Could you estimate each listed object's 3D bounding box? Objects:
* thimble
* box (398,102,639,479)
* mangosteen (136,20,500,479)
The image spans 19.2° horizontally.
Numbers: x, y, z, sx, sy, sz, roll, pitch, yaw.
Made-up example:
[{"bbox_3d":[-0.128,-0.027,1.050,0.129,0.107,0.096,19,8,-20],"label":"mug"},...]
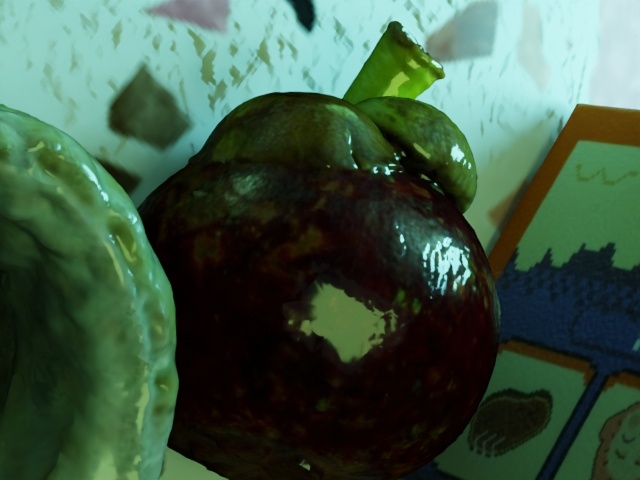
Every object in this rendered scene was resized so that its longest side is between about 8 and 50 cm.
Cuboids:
[{"bbox_3d":[-0.129,0.043,0.629,0.137,0.143,0.191,-12,102,-29],"label":"thimble"},{"bbox_3d":[0.245,0.149,0.765,0.348,0.318,0.257,37,78,-30],"label":"box"},{"bbox_3d":[-0.011,0.005,0.710,0.145,0.156,0.181,-5,69,-5],"label":"mangosteen"}]
